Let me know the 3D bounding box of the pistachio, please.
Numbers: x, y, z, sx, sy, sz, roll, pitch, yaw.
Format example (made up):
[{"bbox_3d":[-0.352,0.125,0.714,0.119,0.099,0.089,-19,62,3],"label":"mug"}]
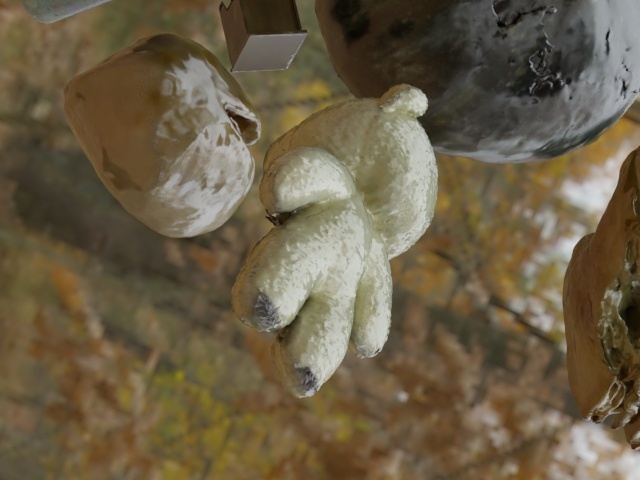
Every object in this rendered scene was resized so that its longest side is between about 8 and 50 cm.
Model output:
[{"bbox_3d":[-0.157,-0.098,1.935,0.288,0.197,0.166,102,0,-70],"label":"pistachio"}]

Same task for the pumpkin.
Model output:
[{"bbox_3d":[0.208,-0.305,2.359,0.344,0.454,0.454,-9,-126,52],"label":"pumpkin"}]

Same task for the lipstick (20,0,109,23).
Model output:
[{"bbox_3d":[-0.144,-0.194,1.396,0.158,0.048,0.048,-15,-138,38],"label":"lipstick"}]

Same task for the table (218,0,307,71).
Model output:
[{"bbox_3d":[-0.068,-0.248,2.257,0.083,0.070,0.082,125,-45,-60],"label":"table"}]

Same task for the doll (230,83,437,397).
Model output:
[{"bbox_3d":[-0.002,-0.004,1.643,0.278,0.149,0.175,-59,161,-44],"label":"doll"}]

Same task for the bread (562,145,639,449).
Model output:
[{"bbox_3d":[0.418,0.085,2.582,0.370,0.191,0.314,86,1,-59],"label":"bread"}]
